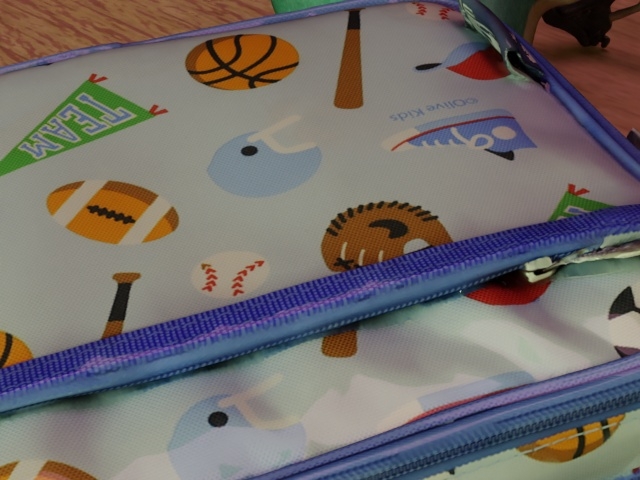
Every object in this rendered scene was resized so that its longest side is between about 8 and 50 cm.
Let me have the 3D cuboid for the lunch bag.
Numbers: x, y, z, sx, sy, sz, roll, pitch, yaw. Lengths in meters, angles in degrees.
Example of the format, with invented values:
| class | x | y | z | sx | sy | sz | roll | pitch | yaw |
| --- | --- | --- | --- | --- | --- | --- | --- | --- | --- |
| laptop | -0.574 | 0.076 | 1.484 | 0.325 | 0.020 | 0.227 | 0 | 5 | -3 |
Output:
| class | x | y | z | sx | sy | sz | roll | pitch | yaw |
| --- | --- | --- | --- | --- | --- | --- | --- | --- | --- |
| lunch bag | -0.025 | 0.028 | 0.454 | 0.303 | 0.115 | 0.243 | -15 | 38 | -12 |

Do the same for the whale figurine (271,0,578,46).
| class | x | y | z | sx | sy | sz | roll | pitch | yaw |
| --- | --- | --- | --- | --- | --- | --- | --- | --- | --- |
| whale figurine | 0.055 | -0.143 | 0.847 | 0.216 | 0.141 | 0.272 | -18 | 44 | 9 |

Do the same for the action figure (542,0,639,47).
| class | x | y | z | sx | sy | sz | roll | pitch | yaw |
| --- | --- | --- | --- | --- | --- | --- | --- | --- | --- |
| action figure | 0.280 | -0.174 | 0.898 | 0.275 | 0.141 | 0.164 | 9 | 64 | 18 |
